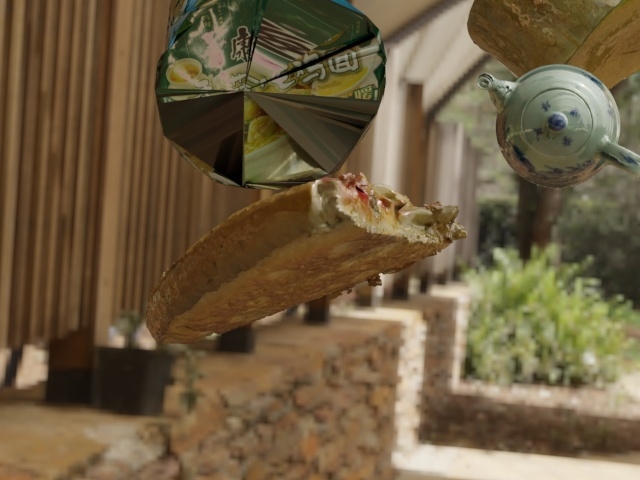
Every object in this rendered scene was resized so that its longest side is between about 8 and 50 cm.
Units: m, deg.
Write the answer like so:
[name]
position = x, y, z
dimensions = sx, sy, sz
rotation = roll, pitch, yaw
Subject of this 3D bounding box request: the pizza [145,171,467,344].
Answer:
[pizza]
position = 0.000, 0.000, 1.846
dimensions = 0.406, 0.130, 0.440
rotation = -10, -15, -39

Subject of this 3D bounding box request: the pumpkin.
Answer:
[pumpkin]
position = 0.417, -0.354, 2.331
dimensions = 0.332, 0.199, 0.332
rotation = -22, -30, -14

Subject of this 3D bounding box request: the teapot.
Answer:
[teapot]
position = 0.299, -0.142, 1.848
dimensions = 0.232, 0.159, 0.159
rotation = 30, 5, 7

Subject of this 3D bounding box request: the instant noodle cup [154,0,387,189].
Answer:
[instant noodle cup]
position = -0.060, -0.192, 1.506
dimensions = 0.240, 0.240, 0.178
rotation = 4, 31, -12
